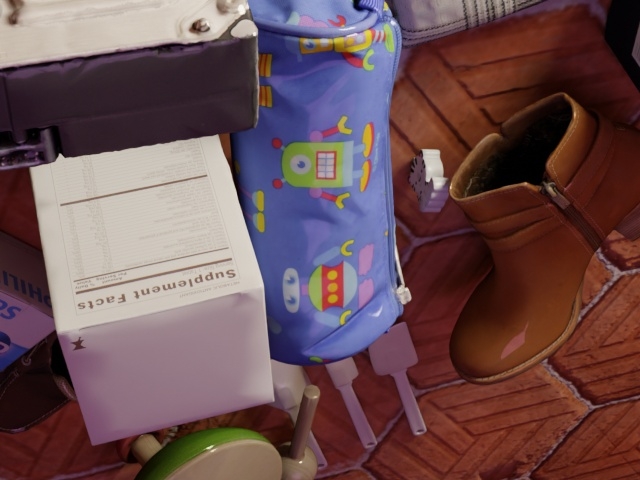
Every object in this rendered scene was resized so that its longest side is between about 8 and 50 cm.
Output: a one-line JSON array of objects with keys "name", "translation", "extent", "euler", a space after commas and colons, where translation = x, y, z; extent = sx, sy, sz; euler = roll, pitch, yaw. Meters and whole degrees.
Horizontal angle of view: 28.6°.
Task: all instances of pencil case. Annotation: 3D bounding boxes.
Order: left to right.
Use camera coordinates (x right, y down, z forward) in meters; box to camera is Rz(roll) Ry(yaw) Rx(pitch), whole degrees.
[{"name": "pencil case", "translation": [0.000, -0.048, 0.932], "extent": [0.133, 0.119, 0.306], "euler": [-1, 123, 4]}]

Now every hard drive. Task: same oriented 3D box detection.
[{"name": "hard drive", "translation": [-0.179, -0.168, 0.610], "extent": [0.237, 0.339, 0.064], "euler": [-10, 140, -11]}]

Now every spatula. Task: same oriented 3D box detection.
[{"name": "spatula", "translation": [0.029, 0.171, 1.336], "extent": [0.168, 0.019, 0.242], "euler": [-20, 144, 0]}]

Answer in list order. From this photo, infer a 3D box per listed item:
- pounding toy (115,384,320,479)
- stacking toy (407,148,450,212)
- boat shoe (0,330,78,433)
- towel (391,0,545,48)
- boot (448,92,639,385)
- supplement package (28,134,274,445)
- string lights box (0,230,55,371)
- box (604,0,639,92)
[{"name": "pounding toy", "translation": [-0.122, 0.225, 1.284], "extent": [0.237, 0.110, 0.183], "euler": [-28, 142, -23]}, {"name": "stacking toy", "translation": [0.000, 0.000, 1.105], "extent": [0.167, 0.052, 0.221], "euler": [2, 138, -21]}, {"name": "boat shoe", "translation": [-0.226, 0.101, 1.088], "extent": [0.095, 0.095, 0.257], "euler": [13, 131, -33]}, {"name": "towel", "translation": [0.169, -0.291, 0.832], "extent": [0.312, 0.056, 0.324], "euler": [-20, 140, 1]}, {"name": "boot", "translation": [0.177, 0.005, 1.108], "extent": [0.283, 0.109, 0.220], "euler": [-43, 145, 18]}, {"name": "supplement package", "translation": [-0.128, -0.001, 0.895], "extent": [0.139, 0.244, 0.134], "euler": [-12, 140, -8]}, {"name": "string lights box", "translation": [-0.352, 0.088, 1.037], "extent": [0.260, 0.076, 0.133], "euler": [-36, 138, 19]}, {"name": "box", "translation": [0.329, -0.154, 0.973], "extent": [0.158, 0.156, 0.093], "euler": [-11, 140, -10]}]
